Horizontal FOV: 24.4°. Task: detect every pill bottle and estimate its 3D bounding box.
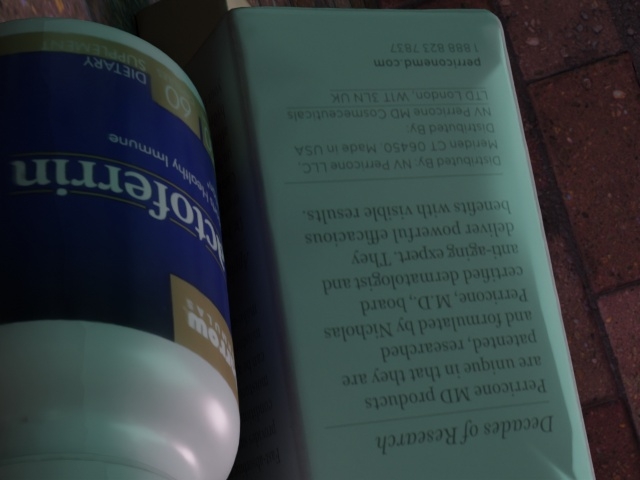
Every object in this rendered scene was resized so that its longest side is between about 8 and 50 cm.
[{"bbox_3d":[-0.114,0.043,0.636,0.153,0.153,0.265,60,16,-48],"label":"pill bottle"}]

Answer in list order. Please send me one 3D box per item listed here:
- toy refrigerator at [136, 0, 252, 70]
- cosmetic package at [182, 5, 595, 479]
[{"bbox_3d":[-0.078,-0.072,1.206,0.102,0.094,0.269,43,29,-55],"label":"toy refrigerator"},{"bbox_3d":[0.020,0.129,0.784,0.230,0.161,0.453,144,-61,-62],"label":"cosmetic package"}]
